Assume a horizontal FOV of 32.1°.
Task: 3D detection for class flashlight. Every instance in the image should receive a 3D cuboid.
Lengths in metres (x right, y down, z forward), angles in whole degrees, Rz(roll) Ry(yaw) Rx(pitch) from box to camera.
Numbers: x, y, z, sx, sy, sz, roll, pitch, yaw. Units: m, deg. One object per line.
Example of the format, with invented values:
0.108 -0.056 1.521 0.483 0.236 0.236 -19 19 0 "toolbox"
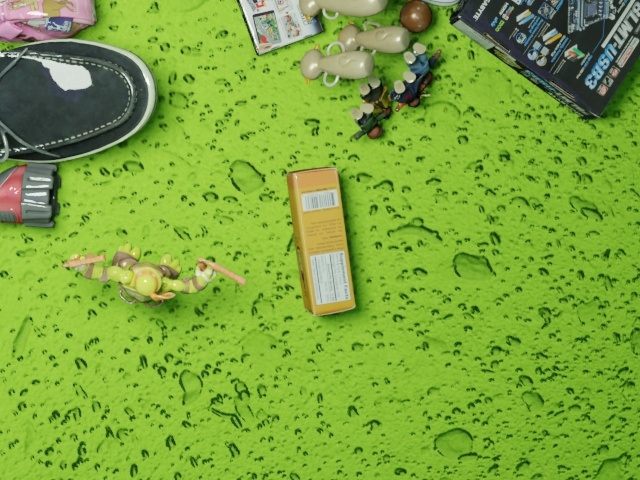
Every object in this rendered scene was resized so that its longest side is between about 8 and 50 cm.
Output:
-0.559 -0.080 1.712 0.304 0.103 0.103 5 98 -4 "flashlight"

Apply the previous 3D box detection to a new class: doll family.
0.123 -0.238 1.790 0.193 0.111 0.076 -31 64 7 "doll family"

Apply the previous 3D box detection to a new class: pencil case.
-0.434 -0.493 1.656 0.160 0.167 0.386 -6 95 -4 "pencil case"

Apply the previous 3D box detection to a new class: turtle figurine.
-0.254 0.058 1.699 0.269 0.217 0.087 3 94 -9 "turtle figurine"

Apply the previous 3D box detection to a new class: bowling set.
0.069 -0.358 1.761 0.154 0.200 0.287 6 81 35 "bowling set"

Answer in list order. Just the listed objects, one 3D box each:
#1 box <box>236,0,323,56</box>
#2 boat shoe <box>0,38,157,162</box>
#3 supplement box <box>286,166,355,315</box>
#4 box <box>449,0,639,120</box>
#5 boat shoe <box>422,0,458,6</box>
-0.084 -0.411 1.778 0.114 0.036 0.207 -20 97 -6 "box"
-0.492 -0.199 1.639 0.500 0.156 0.186 -1 103 1 "boat shoe"
0.000 0.000 1.803 0.080 0.078 0.233 -7 96 -11 "supplement box"
0.412 -0.400 1.833 0.293 0.073 0.295 33 89 -10 "box"
0.139 -0.455 1.787 0.226 0.076 0.083 32 90 -9 "boat shoe"
